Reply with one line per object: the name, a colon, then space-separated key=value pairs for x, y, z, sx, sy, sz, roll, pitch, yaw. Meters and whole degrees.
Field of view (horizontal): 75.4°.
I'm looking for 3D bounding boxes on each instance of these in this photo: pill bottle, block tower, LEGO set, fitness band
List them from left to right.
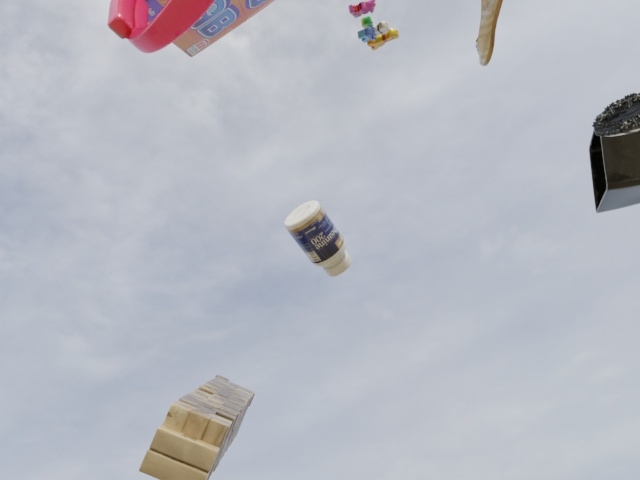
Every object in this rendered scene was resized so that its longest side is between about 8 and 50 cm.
fitness band: x=-0.209 y=-0.380 z=0.593 sx=0.208 sy=0.291 sz=0.054 roll=-32 pitch=-40 yaw=14
block tower: x=-0.187 y=0.310 z=0.711 sx=0.097 sy=0.335 sz=0.091 roll=23 pitch=-101 yaw=1
pill bottle: x=0.000 y=0.000 z=0.675 sx=0.067 sy=0.067 sz=0.120 roll=-31 pitch=-66 yaw=12
LEGO set: x=0.174 y=-0.626 z=1.222 sx=0.093 sy=0.227 sz=0.087 roll=-9 pitch=-85 yaw=27

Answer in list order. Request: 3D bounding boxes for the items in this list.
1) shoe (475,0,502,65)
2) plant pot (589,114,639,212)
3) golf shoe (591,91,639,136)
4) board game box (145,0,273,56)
shoe: x=0.477 y=-0.606 z=1.192 sx=0.058 sy=0.077 sz=0.219 roll=8 pitch=-30 yaw=15
plant pot: x=0.750 y=-0.187 z=0.979 sx=0.166 sy=0.188 sz=0.187 roll=-5 pitch=-17 yaw=26
golf shoe: x=0.609 y=-0.232 z=0.745 sx=0.093 sy=0.077 sz=0.198 roll=19 pitch=-27 yaw=-34
board game box: x=-0.274 y=-0.672 z=0.848 sx=0.356 sy=0.356 sz=0.357 roll=-31 pitch=-80 yaw=5
